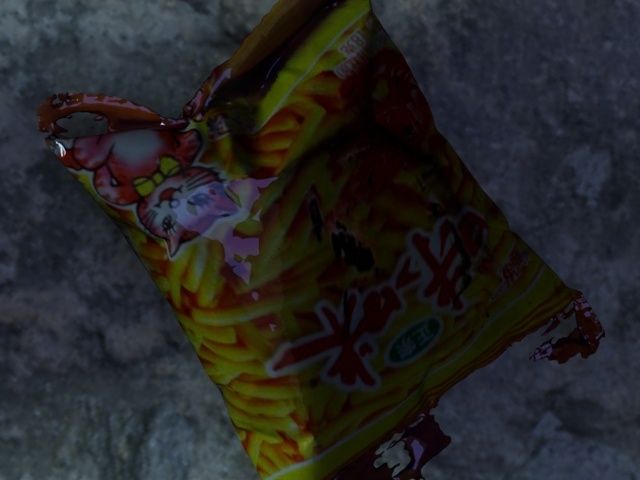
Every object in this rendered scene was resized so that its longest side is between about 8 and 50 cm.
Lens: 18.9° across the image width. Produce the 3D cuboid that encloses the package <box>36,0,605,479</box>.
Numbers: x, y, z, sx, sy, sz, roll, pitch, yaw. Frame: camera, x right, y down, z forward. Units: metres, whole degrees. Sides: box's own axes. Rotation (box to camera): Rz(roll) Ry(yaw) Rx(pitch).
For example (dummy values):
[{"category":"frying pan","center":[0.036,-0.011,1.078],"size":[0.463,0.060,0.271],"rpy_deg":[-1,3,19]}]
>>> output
[{"category":"package","center":[0.006,-0.003,1.041],"size":[0.223,0.108,0.288],"rpy_deg":[-33,105,-16]}]
